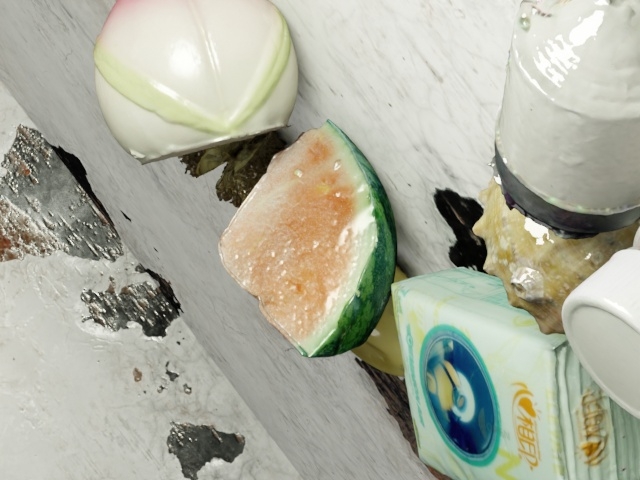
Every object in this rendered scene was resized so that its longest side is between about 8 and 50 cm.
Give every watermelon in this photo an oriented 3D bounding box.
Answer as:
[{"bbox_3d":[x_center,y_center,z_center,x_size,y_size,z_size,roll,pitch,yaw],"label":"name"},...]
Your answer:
[{"bbox_3d":[0.023,-0.025,2.029,0.292,0.319,0.222,40,122,26],"label":"watermelon"}]

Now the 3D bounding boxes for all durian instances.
[{"bbox_3d":[-0.142,-0.139,2.316,0.196,0.167,0.196,59,178,4],"label":"durian"}]

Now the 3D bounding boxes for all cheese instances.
[{"bbox_3d":[0.080,0.107,2.297,0.316,0.128,0.259,39,166,50],"label":"cheese"}]

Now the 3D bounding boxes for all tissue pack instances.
[{"bbox_3d":[0.262,0.207,1.886,0.388,0.162,0.287,17,121,61],"label":"tissue pack"}]

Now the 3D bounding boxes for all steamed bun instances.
[{"bbox_3d":[-0.185,-0.269,2.000,0.309,0.309,0.309,45,160,21],"label":"steamed bun"}]

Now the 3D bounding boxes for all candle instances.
[{"bbox_3d":[0.256,-0.155,1.295,0.187,0.187,0.330,44,159,24],"label":"candle"}]

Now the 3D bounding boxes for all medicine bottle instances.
[{"bbox_3d":[0.357,0.027,1.241,0.165,0.273,0.165,44,159,21],"label":"medicine bottle"}]

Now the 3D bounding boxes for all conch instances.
[{"bbox_3d":[0.303,0.028,1.554,0.263,0.186,0.324,40,167,-20],"label":"conch"}]
